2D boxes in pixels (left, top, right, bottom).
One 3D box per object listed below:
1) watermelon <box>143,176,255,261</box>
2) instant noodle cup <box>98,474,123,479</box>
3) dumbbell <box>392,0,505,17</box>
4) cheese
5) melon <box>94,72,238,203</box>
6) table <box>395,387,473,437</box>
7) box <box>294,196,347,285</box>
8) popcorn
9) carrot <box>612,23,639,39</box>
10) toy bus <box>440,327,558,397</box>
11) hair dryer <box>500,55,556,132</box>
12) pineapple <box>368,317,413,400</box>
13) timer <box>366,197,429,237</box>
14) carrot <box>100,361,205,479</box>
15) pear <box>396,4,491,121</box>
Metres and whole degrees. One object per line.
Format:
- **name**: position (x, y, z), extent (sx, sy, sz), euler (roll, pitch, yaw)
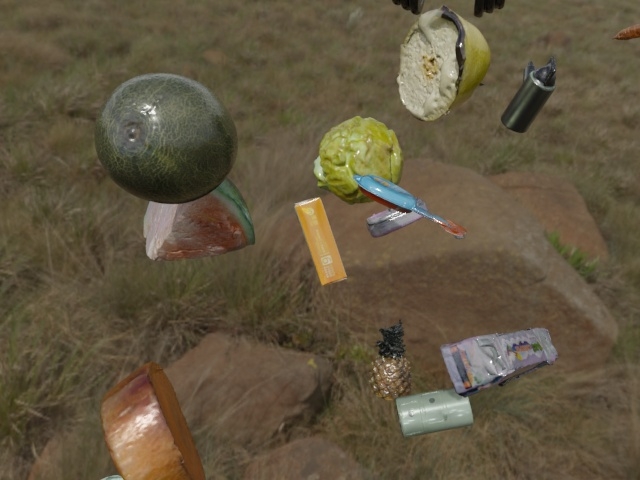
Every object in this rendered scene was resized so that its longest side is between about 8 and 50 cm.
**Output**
- **watermelon**: position (-0.283, -0.065, 1.513), extent (0.222, 0.319, 0.292), euler (23, 26, -27)
- **instant noodle cup**: position (-0.528, 0.700, 1.525), extent (0.230, 0.182, 0.230), euler (15, 51, -19)
- **dumbbell**: position (0.162, -0.332, 0.763), extent (0.209, 0.099, 0.099), euler (8, 29, 13)
- **cheese**: position (0.168, -0.069, 1.180), extent (0.256, 0.037, 0.106), euler (31, 22, 18)
- **melon**: position (-0.275, -0.183, 1.123), extent (0.238, 0.237, 0.302), euler (13, 6, 10)
- **table**: position (0.354, 0.537, 1.913), extent (0.220, 0.126, 0.126), euler (-11, 31, 2)
- **box**: position (0.000, 0.000, 1.957), extent (0.091, 0.273, 0.221), euler (-19, 3, 0)
- **popcorn**: position (0.095, -0.186, 1.425), extent (0.221, 0.204, 0.184), euler (-5, 4, -43)
- **carrot**: position (0.945, -0.604, 1.730), extent (0.057, 0.057, 0.224), euler (-19, 14, -37)
- **toy bus**: position (0.371, 0.234, 1.234), extent (0.317, 0.138, 0.112), euler (4, 62, -52)
- **hair dryer**: position (0.557, -0.427, 1.597), extent (0.078, 0.195, 0.248), euler (21, 47, -3)
- **pineapple**: position (0.253, 0.418, 2.159), extent (0.158, 0.278, 0.158), euler (1, 6, 0)
- **timer**: position (0.234, -0.073, 1.893), extent (0.191, 0.069, 0.208), euler (-25, 4, 2)
- **carrot**: position (-0.270, 0.349, 1.059), extent (0.100, 0.307, 0.258), euler (-26, 59, -6)
- **pear**: position (0.311, -0.413, 1.426), extent (0.178, 0.266, 0.267), euler (-12, 35, -26)
